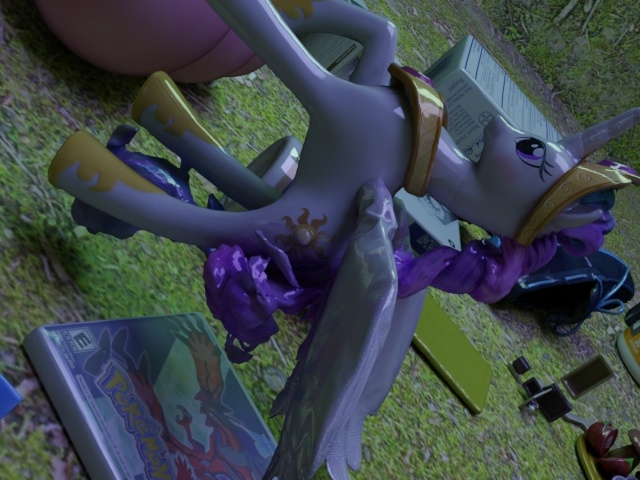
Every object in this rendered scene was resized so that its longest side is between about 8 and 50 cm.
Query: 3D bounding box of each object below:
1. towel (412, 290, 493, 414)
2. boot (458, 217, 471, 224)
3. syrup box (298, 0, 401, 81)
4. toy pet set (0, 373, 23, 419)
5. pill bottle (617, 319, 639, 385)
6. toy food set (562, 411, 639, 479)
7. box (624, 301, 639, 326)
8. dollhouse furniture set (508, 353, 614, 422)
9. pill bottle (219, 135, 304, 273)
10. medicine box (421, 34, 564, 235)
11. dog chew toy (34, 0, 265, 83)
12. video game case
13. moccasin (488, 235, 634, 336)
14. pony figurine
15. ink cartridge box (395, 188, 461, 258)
[{"bbox_3d":[0.111,0.090,1.173,0.237,0.021,0.102,49,28,-5],"label":"towel"},{"bbox_3d":[0.280,-0.050,1.477,0.197,0.152,0.073,19,75,-9],"label":"boot"},{"bbox_3d":[0.019,-0.329,1.543,0.093,0.096,0.237,20,36,-51],"label":"syrup box"},{"bbox_3d":[-0.220,0.064,0.544,0.114,0.065,0.122,48,23,-4],"label":"toy pet set"},{"bbox_3d":[0.661,0.152,1.745,0.162,0.278,0.162,40,24,-22],"label":"pill bottle"},{"bbox_3d":[0.394,0.293,1.309,0.128,0.071,0.218,33,28,-35],"label":"toy food set"},{"bbox_3d":[0.708,0.178,1.953,0.207,0.153,0.108,54,23,8],"label":"box"},{"bbox_3d":[0.290,0.166,1.263,0.081,0.114,0.091,-4,59,-57],"label":"dollhouse furniture set"},{"bbox_3d":[0.000,0.000,0.985,0.186,0.112,0.112,43,24,-16],"label":"pill bottle"},{"bbox_3d":[0.281,-0.168,1.705,0.289,0.149,0.263,47,23,-9],"label":"medicine box"},{"bbox_3d":[-0.138,-0.249,1.023,0.207,0.206,0.332,57,15,16],"label":"dog chew toy"},{"bbox_3d":[-0.094,0.141,0.712,0.201,0.023,0.183,57,24,17],"label":"video game case"},{"bbox_3d":[0.355,0.080,1.527,0.342,0.138,0.117,9,48,-37],"label":"moccasin"},{"bbox_3d":[0.005,-0.009,0.717,0.363,0.351,0.303,31,4,8],"label":"pony figurine"},{"bbox_3d":[0.099,-0.083,1.377,0.223,0.045,0.224,41,24,-20],"label":"ink cartridge box"}]
